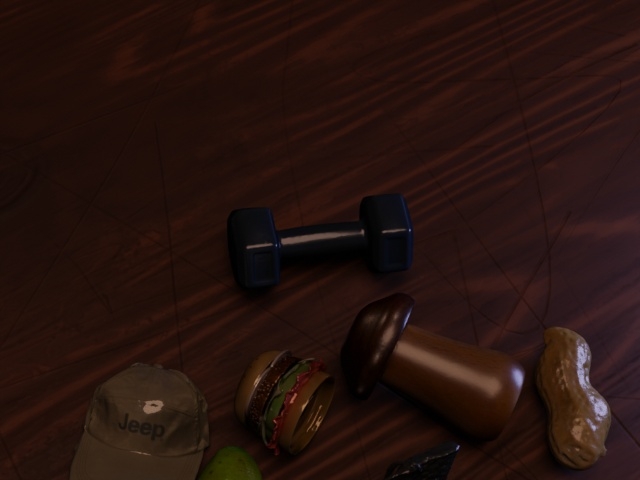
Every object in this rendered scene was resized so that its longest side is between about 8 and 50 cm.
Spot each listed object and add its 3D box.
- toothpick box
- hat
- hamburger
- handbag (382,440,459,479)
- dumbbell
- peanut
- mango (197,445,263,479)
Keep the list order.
[{"bbox_3d":[0.181,0.211,2.029,0.294,0.192,0.192,24,59,3],"label":"toothpick box"},{"bbox_3d":[-0.282,0.308,1.928,0.214,0.149,0.244,7,19,-3],"label":"hat"},{"bbox_3d":[-0.066,0.254,1.991,0.137,0.175,0.175,28,60,18],"label":"hamburger"},{"bbox_3d":[0.092,0.405,1.903,0.270,0.175,0.088,-24,62,-21],"label":"handbag"},{"bbox_3d":[0.000,0.000,2.160,0.325,0.144,0.160,-7,61,-9],"label":"dumbbell"},{"bbox_3d":[0.423,0.265,2.068,0.117,0.101,0.263,11,52,-29],"label":"peanut"},{"bbox_3d":[-0.148,0.404,1.927,0.119,0.100,0.178,5,50,1],"label":"mango"}]
